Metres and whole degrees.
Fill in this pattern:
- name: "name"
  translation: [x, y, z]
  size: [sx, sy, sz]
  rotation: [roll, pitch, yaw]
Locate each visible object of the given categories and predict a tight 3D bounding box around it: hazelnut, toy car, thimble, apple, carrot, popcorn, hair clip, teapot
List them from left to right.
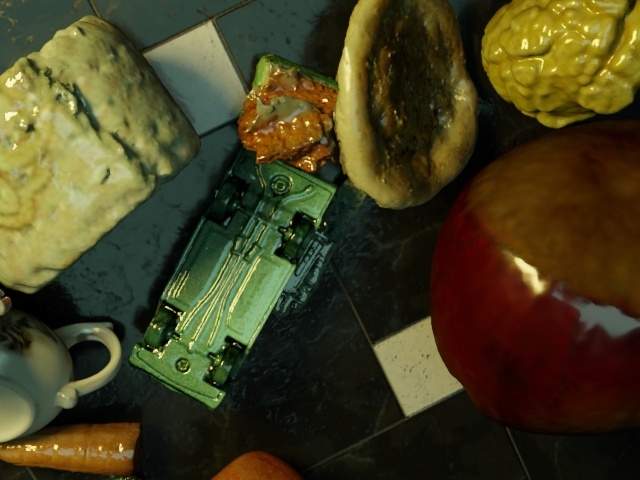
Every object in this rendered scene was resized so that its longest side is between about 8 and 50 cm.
- name: "teapot"
  translation: [-0.396, 0.157, 1.121]
  size: [0.298, 0.139, 0.204]
  rotation: [6, 128, -13]
- name: "carrot"
  translation: [-0.334, 0.271, 1.185]
  size: [0.205, 0.072, 0.072]
  rotation: [1, 102, -11]
- name: "thimble"
  translation: [-0.281, -0.092, 1.002]
  size: [0.291, 0.291, 0.195]
  rotation: [-41, 106, 1]
- name: "toy car"
  translation: [-0.105, 0.045, 1.150]
  size: [0.141, 0.097, 0.321]
  rotation: [28, 89, 1]
- name: "apple"
  translation: [-0.086, 0.374, 1.202]
  size: [0.181, 0.181, 0.168]
  rotation: [-39, 83, 1]
- name: "hair clip"
  translation: [0.000, 0.000, 1.199]
  size: [0.066, 0.036, 0.229]
  rotation: [32, 102, -10]
- name: "popcorn"
  translation: [0.313, -0.247, 1.120]
  size: [0.200, 0.226, 0.203]
  rotation: [32, 53, -4]
- name: "hazelnut"
  translation: [0.337, 0.045, 1.109]
  size: [0.429, 0.402, 0.402]
  rotation: [-19, 105, -7]

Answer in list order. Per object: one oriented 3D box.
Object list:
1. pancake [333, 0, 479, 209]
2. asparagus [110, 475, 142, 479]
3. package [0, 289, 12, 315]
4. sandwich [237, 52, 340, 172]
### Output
- name: "pancake"
  translation: [0.106, -0.177, 1.106]
  size: [0.282, 0.049, 0.282]
  rotation: [-2, 93, -47]
- name: "asparagus"
  translation: [-0.339, 0.296, 1.218]
  size: [0.233, 0.022, 0.023]
  rotation: [18, 55, -11]
- name: "package"
  translation: [-0.447, 0.076, 1.014]
  size: [0.071, 0.269, 0.194]
  rotation: [29, 81, -55]
- name: "sandwich"
  translation: [-0.004, -0.144, 1.104]
  size: [0.184, 0.160, 0.109]
  rotation: [13, 108, -16]
